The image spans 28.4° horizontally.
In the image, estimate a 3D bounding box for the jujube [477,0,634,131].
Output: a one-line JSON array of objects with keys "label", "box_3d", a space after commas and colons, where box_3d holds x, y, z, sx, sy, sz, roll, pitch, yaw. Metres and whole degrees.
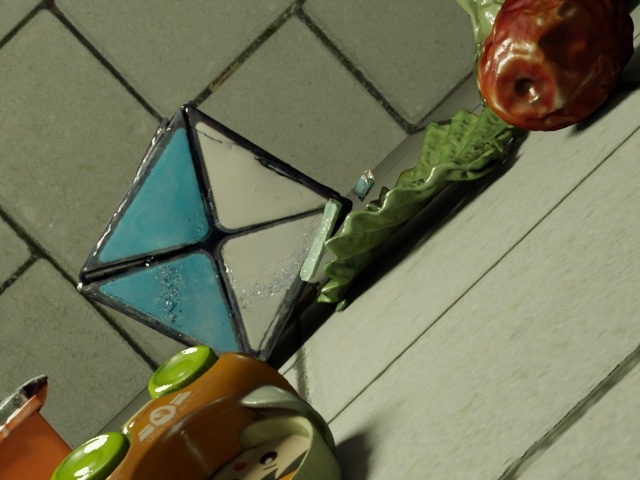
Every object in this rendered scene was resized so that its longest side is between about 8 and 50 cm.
[{"label": "jujube", "box_3d": [0.269, -0.220, 1.450, 0.174, 0.174, 0.250, -41, 2, 37]}]

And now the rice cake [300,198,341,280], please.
[{"label": "rice cake", "box_3d": [0.000, 0.000, 1.687, 0.022, 0.021, 0.121, -32, -34, -61]}]

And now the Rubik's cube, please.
[{"label": "Rubik's cube", "box_3d": [-0.161, 0.012, 1.875, 0.305, 0.307, 0.310, -61, 7, -8]}]

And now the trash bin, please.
[{"label": "trash bin", "box_3d": [-0.322, 0.294, 1.493, 0.184, 0.239, 0.161, -48, 2, -18]}]

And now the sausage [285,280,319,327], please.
[{"label": "sausage", "box_3d": [-0.093, 0.158, 2.081, 0.269, 0.033, 0.033, -45, 4, -19]}]

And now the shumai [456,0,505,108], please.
[{"label": "shumai", "box_3d": [0.310, -0.425, 2.075, 0.324, 0.323, 0.397, -41, 4, 19]}]

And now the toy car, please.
[{"label": "toy car", "box_3d": [-0.070, 0.191, 0.982, 0.235, 0.145, 0.235, -28, 21, 11]}]

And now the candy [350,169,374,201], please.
[{"label": "candy", "box_3d": [0.061, -0.080, 1.821, 0.020, 0.030, 0.083, -43, -11, -23]}]

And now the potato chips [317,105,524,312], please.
[{"label": "potato chips", "box_3d": [0.118, -0.057, 1.773, 0.373, 0.097, 0.389, -44, 3, 19]}]
